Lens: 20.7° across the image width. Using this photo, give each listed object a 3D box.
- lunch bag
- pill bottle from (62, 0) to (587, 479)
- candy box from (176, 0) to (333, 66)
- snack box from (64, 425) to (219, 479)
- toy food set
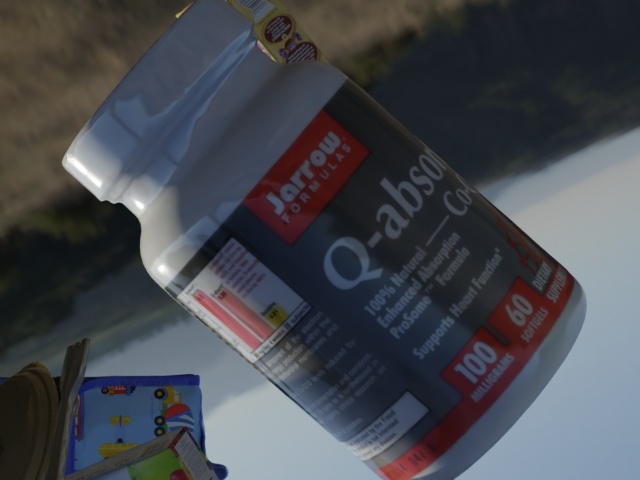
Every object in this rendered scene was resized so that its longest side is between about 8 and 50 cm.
[{"bbox_3d":[-0.241,0.254,1.860,0.293,0.221,0.138,-2,177,6],"label":"lunch bag"},{"bbox_3d":[0.000,0.000,1.294,0.210,0.363,0.210,-49,-176,5],"label":"pill bottle"},{"bbox_3d":[-0.054,-0.187,1.790,0.053,0.186,0.109,-46,-169,-26],"label":"candy box"},{"bbox_3d":[-0.130,0.200,1.217,0.141,0.100,0.037,-24,-168,24],"label":"snack box"},{"bbox_3d":[-0.203,0.144,1.197,0.038,0.132,0.192,22,154,-32],"label":"toy food set"}]
